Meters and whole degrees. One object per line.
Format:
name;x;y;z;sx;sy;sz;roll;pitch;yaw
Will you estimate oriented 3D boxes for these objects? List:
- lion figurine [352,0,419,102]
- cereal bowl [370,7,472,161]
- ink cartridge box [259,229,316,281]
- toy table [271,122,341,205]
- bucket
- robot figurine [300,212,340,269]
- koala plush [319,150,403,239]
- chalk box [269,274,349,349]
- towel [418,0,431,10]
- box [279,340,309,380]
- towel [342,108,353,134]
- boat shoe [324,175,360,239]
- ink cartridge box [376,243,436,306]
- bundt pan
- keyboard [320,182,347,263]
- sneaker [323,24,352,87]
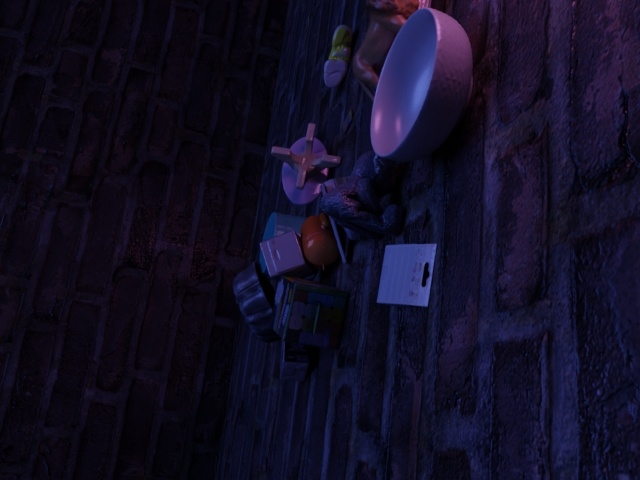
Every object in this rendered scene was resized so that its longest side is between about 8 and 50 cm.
lion figurine;0.164;-0.514;1.565;0.240;0.142;0.392;43;127;20
cereal bowl;0.239;-0.333;1.341;0.339;0.141;0.339;-169;90;-74
ink cartridge box;-0.109;0.061;2.026;0.176;0.127;0.128;47;-157;-73
toy table;-0.053;-0.283;2.222;0.161;0.252;0.274;94;174;-75
bucket;-0.117;0.029;2.265;0.281;0.183;0.281;-168;90;-76
robot figurine;0.000;0.002;1.979;0.158;0.128;0.219;-41;28;17
koala plush;0.123;-0.142;1.571;0.221;0.203;0.196;-69;14;-10
chalk box;-0.030;0.222;1.832;0.289;0.179;0.180;-165;88;-74
towel;0.247;-0.693;1.743;0.317;0.053;0.332;171;109;-73
box;-0.086;0.318;2.069;0.169;0.087;0.290;103;171;-56
towel;0.099;-0.427;2.156;0.083;0.009;0.060;118;158;-44
boat shoe;0.084;-0.115;1.813;0.109;0.094;0.302;61;-174;-37
ink cartridge box;0.208;0.080;1.377;0.179;0.045;0.146;-2;75;55
bundt pan;-0.236;0.249;2.305;0.331;0.124;0.331;-25;-90;-89
keyboard;0.040;-0.052;1.852;0.072;0.014;0.256;50;-157;-88
sneaker;0.078;-0.723;2.348;0.126;0.091;0.240;-68;-4;-66
